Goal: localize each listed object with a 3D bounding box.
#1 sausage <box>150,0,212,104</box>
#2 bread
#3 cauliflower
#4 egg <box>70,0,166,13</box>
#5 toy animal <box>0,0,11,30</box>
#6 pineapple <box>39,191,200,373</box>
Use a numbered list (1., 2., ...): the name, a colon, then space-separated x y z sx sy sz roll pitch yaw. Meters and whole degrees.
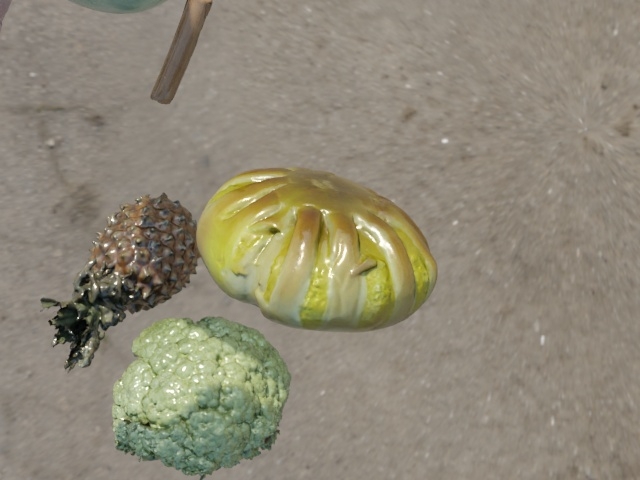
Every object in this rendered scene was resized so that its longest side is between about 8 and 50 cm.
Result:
1. sausage: -0.139 -0.189 1.212 0.026 0.026 0.116 27 107 9
2. bread: 0.000 0.000 1.047 0.213 0.213 0.105 15 108 11
3. cauliflower: -0.189 0.260 1.880 0.275 0.272 0.250 14 138 -14
4. egg: -0.271 -0.448 1.494 0.276 0.276 0.389 -30 62 13
5. toy animal: -0.401 -0.266 1.179 0.212 0.124 0.124 18 102 -35
6. pineapple: -0.302 0.066 1.884 0.175 0.361 0.175 9 126 13
